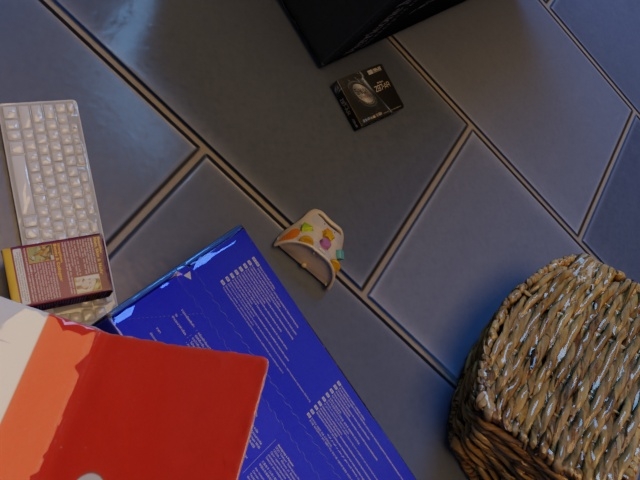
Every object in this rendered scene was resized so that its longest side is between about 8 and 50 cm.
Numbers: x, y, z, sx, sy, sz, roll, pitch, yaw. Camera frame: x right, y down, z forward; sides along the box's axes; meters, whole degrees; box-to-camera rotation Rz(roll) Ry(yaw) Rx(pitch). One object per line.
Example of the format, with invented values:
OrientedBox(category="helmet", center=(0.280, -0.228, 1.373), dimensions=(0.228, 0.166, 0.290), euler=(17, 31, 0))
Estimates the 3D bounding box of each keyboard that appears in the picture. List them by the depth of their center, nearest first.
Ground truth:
OrientedBox(category="keyboard", center=(-0.244, -0.012, 0.598), dimensions=(0.072, 0.014, 0.256), euler=(-9, 80, -32))

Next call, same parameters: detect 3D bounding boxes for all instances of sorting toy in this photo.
OrientedBox(category="sorting toy", center=(0.000, 0.000, 0.726), dimensions=(0.083, 0.045, 0.075), euler=(40, 41, -14))

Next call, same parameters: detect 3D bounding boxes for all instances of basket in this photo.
OrientedBox(category="basket", center=(0.288, 0.192, 0.800), dimensions=(0.213, 0.223, 0.299), euler=(33, 56, 20))

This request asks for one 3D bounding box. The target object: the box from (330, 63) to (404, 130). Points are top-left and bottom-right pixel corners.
OrientedBox(category="box", center=(0.062, -0.187, 0.824), dimensions=(0.083, 0.018, 0.067), euler=(-28, 91, -33))

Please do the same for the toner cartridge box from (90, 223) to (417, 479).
OrientedBox(category="toner cartridge box", center=(-0.049, 0.175, 0.610), dimensions=(0.165, 0.075, 0.348), euler=(-38, 96, -40))

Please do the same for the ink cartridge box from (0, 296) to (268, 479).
OrientedBox(category="ink cartridge box", center=(-0.252, 0.169, 0.352), dimensions=(0.091, 0.384, 0.308), euler=(57, 43, -56))

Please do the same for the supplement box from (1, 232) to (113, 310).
OrientedBox(category="supplement box", center=(-0.233, 0.030, 0.562), dimensions=(0.083, 0.043, 0.055), euler=(-10, 81, -25))

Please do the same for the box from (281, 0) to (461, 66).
OrientedBox(category="box", center=(0.203, -0.499, 0.723), dimensions=(0.471, 0.479, 0.298), euler=(-33, 94, -33))
